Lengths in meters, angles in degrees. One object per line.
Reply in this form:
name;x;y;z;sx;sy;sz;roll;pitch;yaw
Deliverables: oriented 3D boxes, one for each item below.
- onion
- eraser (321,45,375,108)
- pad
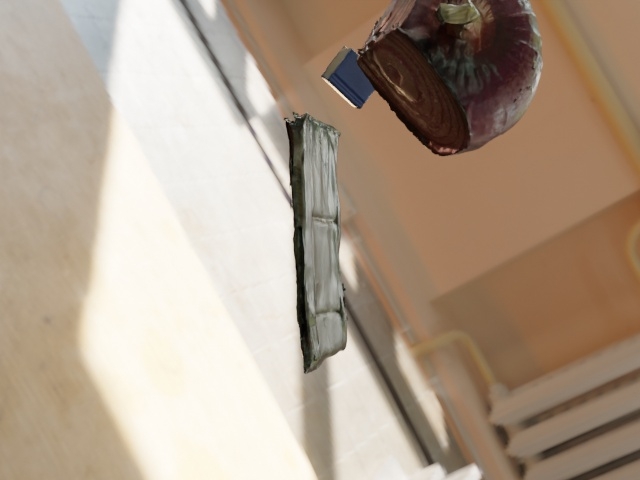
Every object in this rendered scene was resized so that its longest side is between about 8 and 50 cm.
onion;0.196;-0.267;1.430;0.230;0.272;0.256;-41;119;-21
eraser;0.050;-0.258;1.643;0.084;0.063;0.027;39;-4;-38
pad;-0.001;0.000;0.985;0.174;0.022;0.233;-8;96;-77
